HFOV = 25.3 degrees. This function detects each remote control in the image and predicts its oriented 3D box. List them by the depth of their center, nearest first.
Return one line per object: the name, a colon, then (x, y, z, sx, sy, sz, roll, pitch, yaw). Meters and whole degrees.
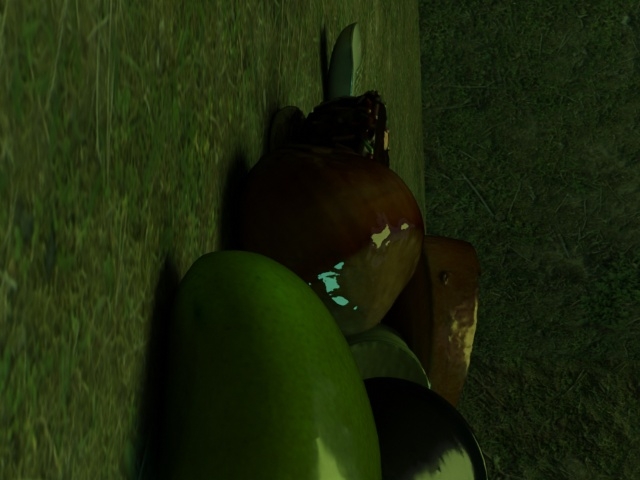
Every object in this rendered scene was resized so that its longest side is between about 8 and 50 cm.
remote control: (0.028, -0.177, 1.865, 0.073, 0.044, 0.229, -77, 174, -56)

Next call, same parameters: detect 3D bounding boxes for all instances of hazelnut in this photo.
hazelnut: (0.000, 0.000, 1.270, 0.182, 0.182, 0.182, 1, 90, -82)

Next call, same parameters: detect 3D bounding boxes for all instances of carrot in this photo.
carrot: (0.157, 0.146, 2.061, 0.258, 0.100, 0.307, 177, -83, -80)

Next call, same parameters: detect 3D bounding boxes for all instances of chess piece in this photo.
chess piece: (0.067, 0.175, 1.904, 0.251, 0.145, 0.144, -83, 173, -81)

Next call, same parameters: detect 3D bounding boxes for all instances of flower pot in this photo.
flower pot: (0.066, 0.296, 1.686, 0.148, 0.235, 0.235, -29, 122, -59)

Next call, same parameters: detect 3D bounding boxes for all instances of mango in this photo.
mango: (-0.033, 0.148, 1.014, 0.185, 0.149, 0.272, 35, 49, -56)

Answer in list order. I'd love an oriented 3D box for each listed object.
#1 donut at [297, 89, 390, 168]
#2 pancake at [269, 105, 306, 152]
donut: (0.023, -0.041, 1.469, 0.235, 0.089, 0.235, 3, 90, -81)
pancake: (-0.033, -0.070, 1.480, 0.151, 0.025, 0.151, 4, 90, -81)
